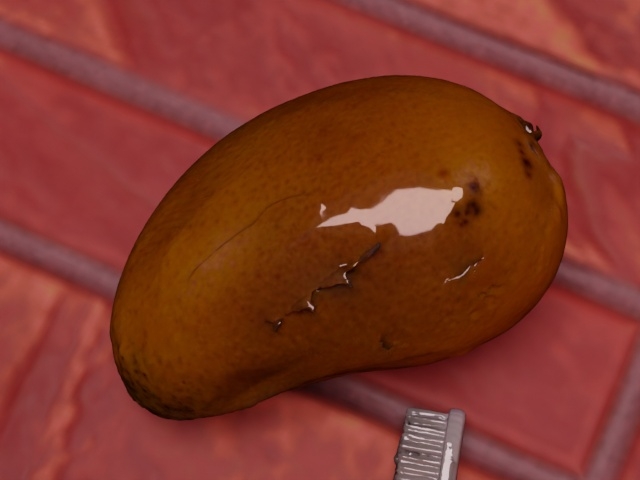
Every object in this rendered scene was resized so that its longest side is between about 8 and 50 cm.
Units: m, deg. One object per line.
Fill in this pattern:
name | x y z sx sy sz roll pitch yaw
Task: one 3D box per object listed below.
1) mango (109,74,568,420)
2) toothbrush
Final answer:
mango | 0.001 -0.002 0.434 0.159 0.084 0.105 -18 67 -4
toothbrush | 0.019 0.178 0.412 0.024 0.018 0.257 7 73 7
